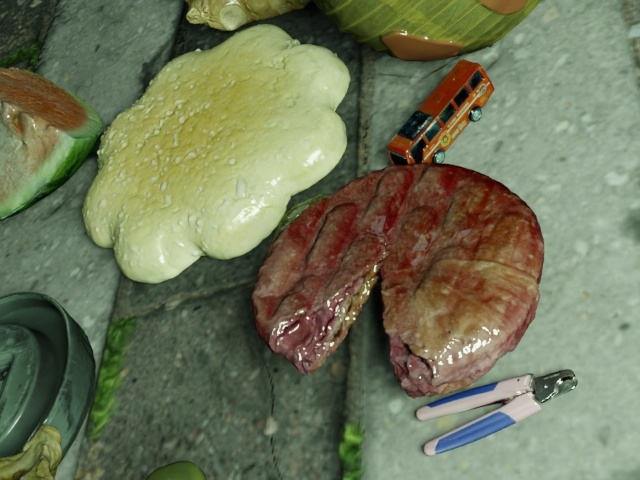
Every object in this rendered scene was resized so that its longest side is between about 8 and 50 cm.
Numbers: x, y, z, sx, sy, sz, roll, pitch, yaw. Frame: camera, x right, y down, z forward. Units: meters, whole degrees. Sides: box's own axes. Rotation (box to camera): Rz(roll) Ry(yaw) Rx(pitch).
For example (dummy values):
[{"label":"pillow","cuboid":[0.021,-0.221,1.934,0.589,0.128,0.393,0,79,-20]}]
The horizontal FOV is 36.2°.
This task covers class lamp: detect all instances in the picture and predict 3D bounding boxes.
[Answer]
[{"label":"lamp","cuboid":[0.080,-0.295,0.830,0.250,0.284,0.250,-41,13,11]}]

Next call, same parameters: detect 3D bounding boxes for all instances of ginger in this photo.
[{"label":"ginger","cuboid":[-0.073,-0.283,1.090,0.165,0.067,0.096,-4,52,15]}]

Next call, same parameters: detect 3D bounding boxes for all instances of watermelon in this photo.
[{"label":"watermelon","cuboid":[-0.328,-0.095,1.092,0.146,0.128,0.231,-66,22,15]}]

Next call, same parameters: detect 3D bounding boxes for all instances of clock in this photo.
[{"label":"clock","cuboid":[-0.304,0.152,0.892,0.226,0.049,0.226,-19,47,22]}]

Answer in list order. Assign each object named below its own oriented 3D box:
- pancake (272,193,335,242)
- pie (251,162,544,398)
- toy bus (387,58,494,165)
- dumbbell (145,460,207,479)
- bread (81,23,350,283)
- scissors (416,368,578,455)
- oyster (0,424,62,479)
[{"label":"pancake","cuboid":[0.001,0.000,0.833,0.108,0.017,0.108,-18,50,24]},{"label":"pie","cuboid":[0.060,0.026,0.727,0.219,0.054,0.204,21,61,39]},{"label":"toy bus","cuboid":[0.102,-0.102,0.830,0.110,0.043,0.031,-50,44,-12]},{"label":"dumbbell","cuboid":[-0.070,0.191,0.646,0.052,0.118,0.046,-18,43,23]},{"label":"bread","cuboid":[-0.113,-0.098,0.969,0.316,0.054,0.316,-18,49,22]},{"label":"scissors","cuboid":[0.119,0.111,0.662,0.113,0.012,0.039,-24,45,15]},{"label":"oyster","cuboid":[-0.278,0.312,0.708,0.221,0.096,0.361,-13,48,32]}]
